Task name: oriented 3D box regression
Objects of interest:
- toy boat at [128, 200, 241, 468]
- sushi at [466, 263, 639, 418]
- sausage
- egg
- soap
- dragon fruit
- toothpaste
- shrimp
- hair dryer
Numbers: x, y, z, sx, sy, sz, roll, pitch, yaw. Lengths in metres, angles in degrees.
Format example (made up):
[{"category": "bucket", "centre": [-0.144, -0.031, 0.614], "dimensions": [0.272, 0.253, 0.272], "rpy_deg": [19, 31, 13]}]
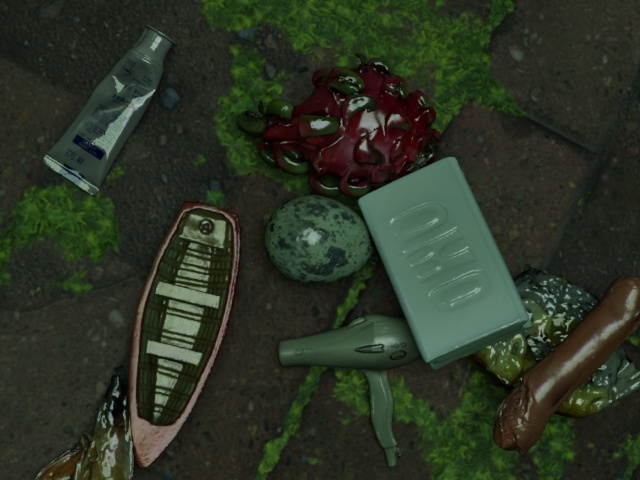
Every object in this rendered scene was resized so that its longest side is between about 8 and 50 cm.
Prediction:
[{"category": "toy boat", "centre": [-0.209, 0.138, 1.525], "dimensions": [0.136, 0.079, 0.392], "rpy_deg": [15, 80, -5]}, {"category": "sushi", "centre": [0.348, 0.158, 1.542], "dimensions": [0.274, 0.139, 0.184], "rpy_deg": [31, 84, -3]}, {"category": "sausage", "centre": [0.347, 0.172, 1.435], "dimensions": [0.078, 0.078, 0.304], "rpy_deg": [42, 88, 1]}, {"category": "egg", "centre": [0.000, 0.000, 1.536], "dimensions": [0.172, 0.132, 0.132], "rpy_deg": [7, 81, -22]}, {"category": "soap", "centre": [0.176, 0.031, 1.485], "dimensions": [0.159, 0.087, 0.265], "rpy_deg": [-24, 69, 9]}, {"category": "dragon fruit", "centre": [0.035, -0.156, 1.535], "dimensions": [0.272, 0.218, 0.198], "rpy_deg": [-25, 53, -4]}, {"category": "toothpaste", "centre": [-0.313, -0.204, 1.580], "dimensions": [0.096, 0.061, 0.266], "rpy_deg": [33, 88, -2]}, {"category": "shrimp", "centre": [-0.344, 0.345, 1.497], "dimensions": [0.164, 0.062, 0.317], "rpy_deg": [8, 82, 1]}, {"category": "hair dryer", "centre": [0.037, 0.208, 1.552], "dimensions": [0.219, 0.088, 0.225], "rpy_deg": [14, 96, 4]}]
